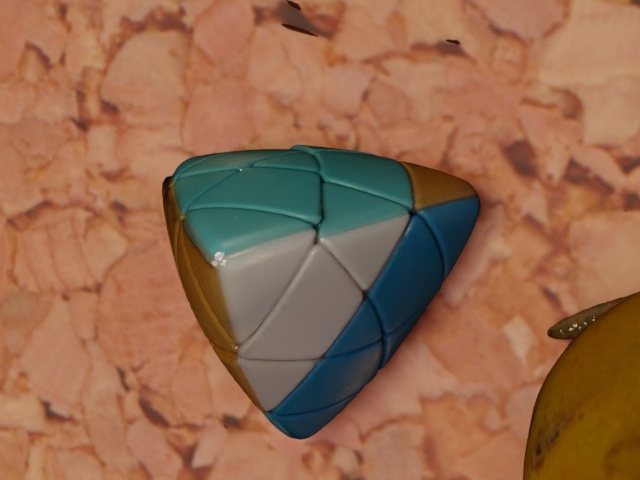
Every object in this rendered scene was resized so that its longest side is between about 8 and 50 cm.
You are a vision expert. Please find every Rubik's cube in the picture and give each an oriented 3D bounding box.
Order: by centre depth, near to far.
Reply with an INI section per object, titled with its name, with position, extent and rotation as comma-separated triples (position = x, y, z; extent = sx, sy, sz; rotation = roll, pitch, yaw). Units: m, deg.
[Rubik's cube]
position = 0.000, 0.000, 1.003
extent = 0.254, 0.254, 0.254
rotation = 1, 92, 23

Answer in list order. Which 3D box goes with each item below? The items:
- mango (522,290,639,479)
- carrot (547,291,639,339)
[mango]
position = 0.341, 0.174, 0.846
extent = 0.446, 0.232, 0.300
rotation = 11, 112, 23
[carrot]
position = 0.278, 0.035, 0.981
extent = 0.254, 0.049, 0.049
rotation = -19, 84, 27
